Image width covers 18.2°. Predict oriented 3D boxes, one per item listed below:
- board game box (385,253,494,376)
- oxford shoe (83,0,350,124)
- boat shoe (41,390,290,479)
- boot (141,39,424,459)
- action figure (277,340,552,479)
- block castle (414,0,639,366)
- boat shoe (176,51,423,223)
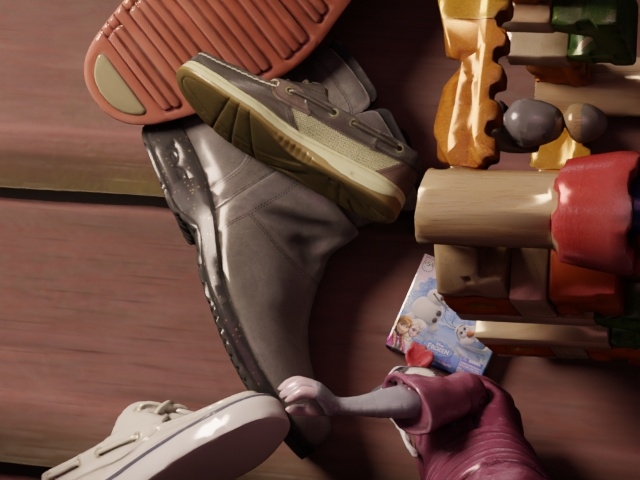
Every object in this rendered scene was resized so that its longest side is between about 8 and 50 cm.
[{"bbox_3d":[0.115,0.069,1.747,0.090,0.020,0.090,22,80,12],"label":"board game box"},{"bbox_3d":[-0.039,-0.237,1.783,0.397,0.146,0.140,-35,101,-5],"label":"oxford shoe"},{"bbox_3d":[-0.139,0.179,1.689,0.267,0.096,0.088,-36,60,34],"label":"boat shoe"},{"bbox_3d":[0.000,0.000,1.736,0.223,0.118,0.338,-22,79,-3],"label":"boot"},{"bbox_3d":[0.141,0.194,1.588,0.276,0.248,0.370,-23,42,2],"label":"action figure"},{"bbox_3d":[0.230,-0.072,1.544,0.213,0.453,0.303,3,76,17],"label":"block castle"},{"bbox_3d":[-0.016,-0.098,1.690,0.223,0.080,0.073,32,67,7],"label":"boat shoe"}]
